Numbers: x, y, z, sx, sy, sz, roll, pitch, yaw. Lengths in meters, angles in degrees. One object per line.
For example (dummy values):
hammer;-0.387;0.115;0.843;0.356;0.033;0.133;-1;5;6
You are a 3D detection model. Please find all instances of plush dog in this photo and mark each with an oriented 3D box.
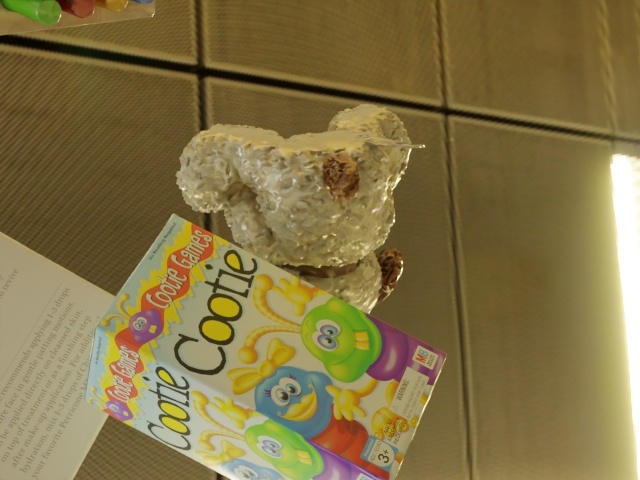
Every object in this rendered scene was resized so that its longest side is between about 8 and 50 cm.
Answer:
plush dog;0.000;0.000;1.090;0.262;0.210;0.226;-11;-63;-19

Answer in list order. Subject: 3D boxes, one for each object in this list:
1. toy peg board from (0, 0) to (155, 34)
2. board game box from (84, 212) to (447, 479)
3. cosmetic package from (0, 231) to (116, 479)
toy peg board;-0.187;-0.243;0.829;0.160;0.079;0.161;-16;-59;-37
board game box;-0.053;0.123;0.944;0.275;0.142;0.144;27;-127;3
cosmetic package;-0.432;0.088;1.121;0.453;0.161;0.230;31;-114;-8
